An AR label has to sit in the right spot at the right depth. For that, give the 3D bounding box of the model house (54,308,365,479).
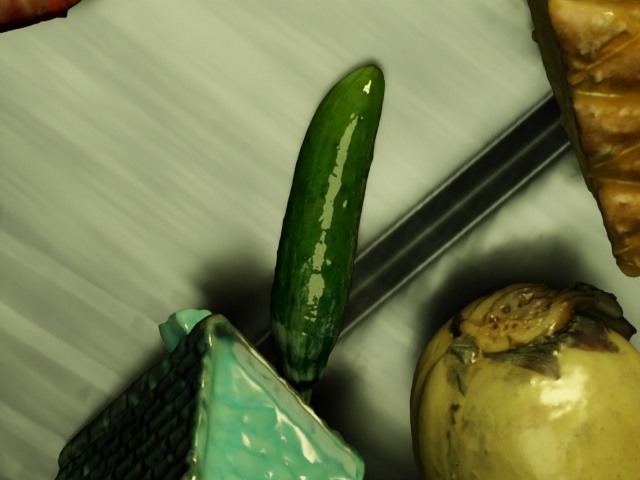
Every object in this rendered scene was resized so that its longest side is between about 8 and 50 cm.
[{"bbox_3d":[-0.074,0.189,1.274,0.261,0.226,0.241,-40,65,44],"label":"model house"}]

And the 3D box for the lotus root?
[{"bbox_3d":[0.164,0.182,1.255,0.183,0.183,0.310,-19,106,6],"label":"lotus root"}]

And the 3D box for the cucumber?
[{"bbox_3d":[0.000,0.000,1.288,0.056,0.056,0.250,11,99,0],"label":"cucumber"}]

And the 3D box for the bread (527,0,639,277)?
[{"bbox_3d":[0.258,-0.158,1.126,0.279,0.207,0.279,-19,131,9],"label":"bread"}]

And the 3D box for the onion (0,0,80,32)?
[{"bbox_3d":[-0.248,-0.253,1.192,0.272,0.195,0.272,-10,124,-15],"label":"onion"}]
